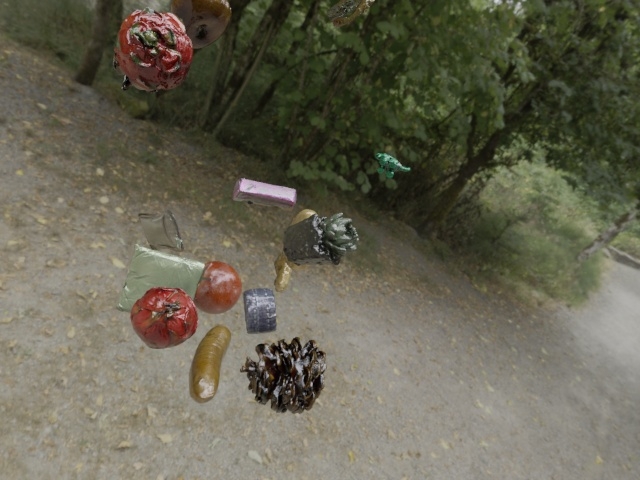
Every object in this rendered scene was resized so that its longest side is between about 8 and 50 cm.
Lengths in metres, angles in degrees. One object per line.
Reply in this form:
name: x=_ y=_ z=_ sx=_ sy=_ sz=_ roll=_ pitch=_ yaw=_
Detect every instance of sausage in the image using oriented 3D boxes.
sausage: x=-0.455 y=0.497 z=1.698 sx=0.136 sy=0.123 sz=0.501 roll=-8 pitch=16 yaw=-2

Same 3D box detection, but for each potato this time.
potato: x=-0.058 y=-0.001 z=1.456 sx=0.128 sy=0.235 sz=0.161 roll=3 pitch=16 yaw=-23

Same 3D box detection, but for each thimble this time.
thimble: x=-0.193 y=0.224 z=1.325 sx=0.097 sy=0.150 sz=0.150 roll=-5 pitch=34 yaw=-12

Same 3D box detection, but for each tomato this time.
tomato: x=-0.520 y=0.244 z=2.100 sx=0.264 sy=0.265 sz=0.265 roll=26 pitch=24 yaw=-12

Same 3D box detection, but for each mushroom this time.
mushroom: x=-0.488 y=-0.930 z=1.682 sx=0.267 sy=0.255 sz=0.267 roll=-2 pitch=7 yaw=0

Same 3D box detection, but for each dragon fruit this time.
dragon fruit: x=-0.427 y=-0.477 z=1.061 sx=0.193 sy=0.192 sz=0.274 roll=-7 pitch=13 yaw=-27
dragon fruit: x=-0.417 y=0.205 z=1.120 sx=0.172 sy=0.172 sz=0.209 roll=34 pitch=-17 yaw=6

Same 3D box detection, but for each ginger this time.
ginger: x=-0.141 y=0.065 z=1.863 sx=0.081 sy=0.334 sz=0.148 roll=21 pitch=4 yaw=-23

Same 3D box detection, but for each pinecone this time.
pinecone: x=-0.101 y=0.413 z=1.265 sx=0.257 sy=0.243 sz=0.243 roll=5 pitch=34 yaw=-42

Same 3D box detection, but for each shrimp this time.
shrimp: x=0.109 y=-0.860 z=1.561 sx=0.253 sy=0.173 sz=0.058 roll=-5 pitch=-30 yaw=47

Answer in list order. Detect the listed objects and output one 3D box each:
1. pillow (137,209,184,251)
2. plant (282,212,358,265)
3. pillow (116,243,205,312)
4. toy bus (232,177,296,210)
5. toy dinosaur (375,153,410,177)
pillow: x=-0.486 y=-0.027 z=1.265 sx=0.232 sy=0.131 sz=0.038 roll=1 pitch=23 yaw=44
plant: x=0.000 y=0.000 z=1.134 sx=0.132 sy=0.194 sz=0.129 roll=23 pitch=58 yaw=-56
pillow: x=-0.630 y=0.178 z=1.652 sx=0.274 sy=0.281 sz=0.076 roll=18 pitch=9 yaw=-15
toy bus: x=-0.247 y=-0.207 z=1.859 sx=0.274 sy=0.112 sz=0.090 roll=9 pitch=72 yaw=-14
toy dinosaur: x=0.246 y=-0.264 z=1.439 sx=0.132 sy=0.059 sz=0.096 roll=21 pitch=39 yaw=10
